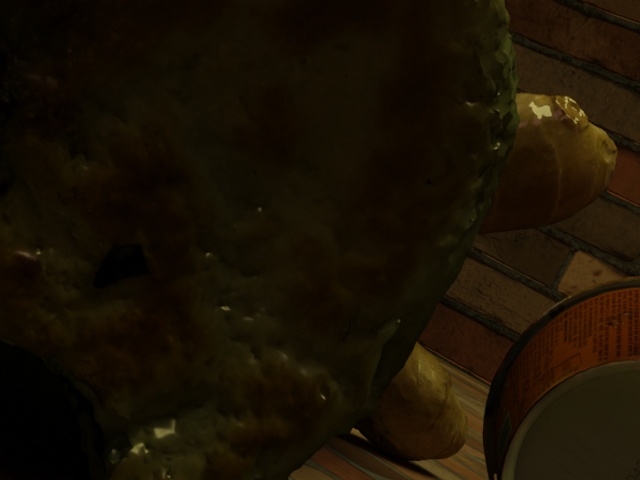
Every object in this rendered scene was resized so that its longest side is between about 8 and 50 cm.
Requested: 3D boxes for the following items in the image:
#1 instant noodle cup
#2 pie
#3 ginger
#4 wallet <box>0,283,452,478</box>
[{"bbox_3d":[0.209,0.145,1.232,0.230,0.230,0.182,28,9,8],"label":"instant noodle cup"},{"bbox_3d":[-0.061,-0.036,0.676,0.302,0.302,0.067,27,3,-25],"label":"pie"},{"bbox_3d":[0.003,0.002,1.425,0.348,0.363,0.122,17,48,-10],"label":"ginger"},{"bbox_3d":[-0.139,-0.012,0.750,0.379,0.190,0.046,28,30,-24],"label":"wallet"}]
